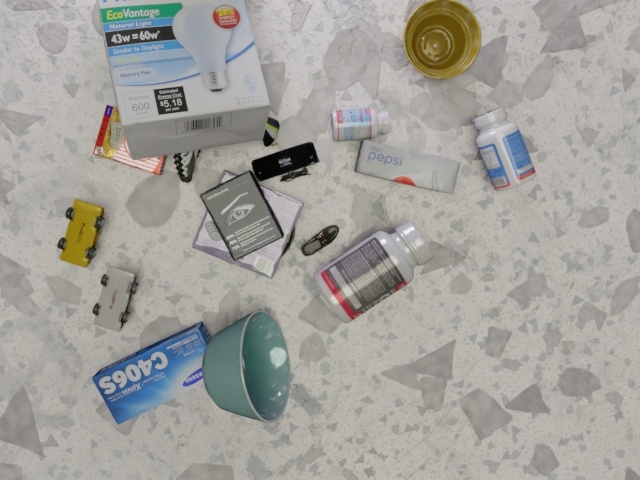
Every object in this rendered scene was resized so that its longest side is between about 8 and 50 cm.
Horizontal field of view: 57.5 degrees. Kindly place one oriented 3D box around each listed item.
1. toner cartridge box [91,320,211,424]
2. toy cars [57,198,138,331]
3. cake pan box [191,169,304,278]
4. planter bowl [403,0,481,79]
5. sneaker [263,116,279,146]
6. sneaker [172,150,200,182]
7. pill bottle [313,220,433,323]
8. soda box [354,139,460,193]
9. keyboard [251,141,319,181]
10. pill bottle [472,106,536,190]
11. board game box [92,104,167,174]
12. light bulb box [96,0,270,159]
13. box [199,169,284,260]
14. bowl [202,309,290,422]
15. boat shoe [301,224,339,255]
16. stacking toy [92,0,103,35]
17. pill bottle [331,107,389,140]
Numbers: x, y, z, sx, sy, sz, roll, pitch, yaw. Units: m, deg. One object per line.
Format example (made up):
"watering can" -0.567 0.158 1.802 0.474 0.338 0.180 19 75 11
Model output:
"toner cartridge box" -0.476 0.392 1.731 0.348 0.075 0.165 -26 99 1
"toy cars" -0.631 0.068 1.684 0.177 0.087 0.393 -22 101 5
"cake pan box" -0.204 -0.046 1.695 0.267 0.070 0.245 22 97 -5
"planter bowl" 0.334 -0.559 1.644 0.218 0.090 0.217 0 98 -2
"sneaker" -0.230 -0.327 1.651 0.235 0.084 0.097 18 98 -4
"sneaker" -0.360 -0.276 1.647 0.106 0.078 0.234 -10 116 -26
"pill bottle" 0.154 0.083 1.671 0.319 0.176 0.176 -34 97 2
"soda box" 0.248 -0.212 1.682 0.287 0.091 0.097 13 97 -4
"keyboard" -0.099 -0.215 1.703 0.192 0.038 0.100 -18 74 1
"pill bottle" 0.521 -0.264 1.672 0.124 0.124 0.221 -23 98 0
"board game box" -0.529 -0.285 1.661 0.194 0.045 0.146 17 96 -5
"light bulb box" -0.345 -0.432 1.479 0.358 0.225 0.360 -12 79 -15
"box" -0.212 -0.071 1.604 0.153 0.108 0.207 -25 97 1
"bowl" -0.220 0.363 1.651 0.163 0.311 0.311 -12 98 18
"boat shoe" 0.001 0.001 1.723 0.133 0.042 0.048 -35 95 0
"stacking toy" -0.430 -0.715 1.528 0.480 0.350 0.350 -34 98 20
"pill bottle" 0.112 -0.331 1.664 0.160 0.087 0.087 -5 97 -3
